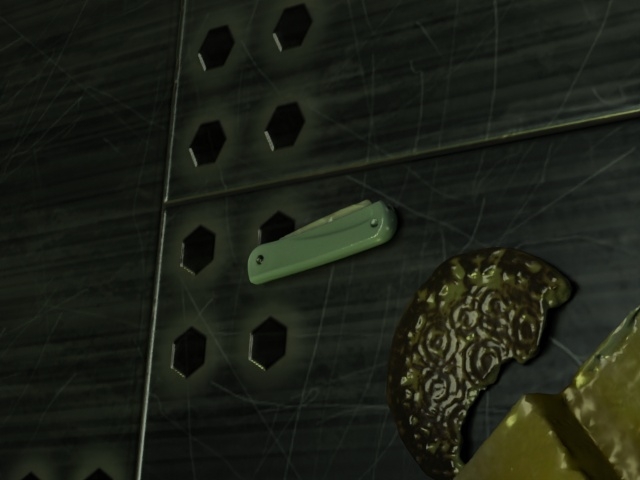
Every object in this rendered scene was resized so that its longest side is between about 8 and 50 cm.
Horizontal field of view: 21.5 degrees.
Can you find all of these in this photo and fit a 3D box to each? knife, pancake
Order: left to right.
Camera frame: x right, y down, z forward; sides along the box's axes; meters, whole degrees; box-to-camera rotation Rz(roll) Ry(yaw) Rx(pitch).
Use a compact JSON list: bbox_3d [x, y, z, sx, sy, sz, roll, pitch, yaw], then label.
[{"bbox_3d":[0.000,0.000,1.485,0.162,0.023,0.044,-19,66,35],"label":"knife"},{"bbox_3d":[0.128,0.093,1.345,0.190,0.020,0.184,-33,56,30],"label":"pancake"}]

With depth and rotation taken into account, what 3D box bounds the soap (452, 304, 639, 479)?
[{"bbox_3d":[0.249,0.238,1.088,0.304,0.169,0.339,-53,48,27],"label":"soap"}]
